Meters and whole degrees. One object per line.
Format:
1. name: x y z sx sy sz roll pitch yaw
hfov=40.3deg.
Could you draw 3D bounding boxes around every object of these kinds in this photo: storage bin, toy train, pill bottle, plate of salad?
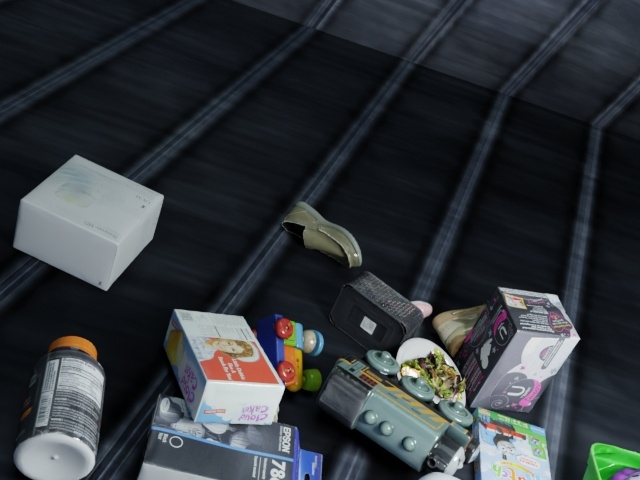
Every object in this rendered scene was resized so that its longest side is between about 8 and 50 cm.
1. storage bin: 0.123 0.171 1.950 0.180 0.122 0.084 37 36 19
2. toy train: 0.148 0.338 1.695 0.334 0.142 0.190 33 19 18
3. pill bottle: -0.435 0.277 1.481 0.130 0.130 0.246 12 36 -16
4. toy train: -0.058 0.281 1.743 0.143 0.105 0.248 16 61 -40
5. plate of salad: 0.245 0.296 1.873 0.199 0.048 0.200 24 45 -27

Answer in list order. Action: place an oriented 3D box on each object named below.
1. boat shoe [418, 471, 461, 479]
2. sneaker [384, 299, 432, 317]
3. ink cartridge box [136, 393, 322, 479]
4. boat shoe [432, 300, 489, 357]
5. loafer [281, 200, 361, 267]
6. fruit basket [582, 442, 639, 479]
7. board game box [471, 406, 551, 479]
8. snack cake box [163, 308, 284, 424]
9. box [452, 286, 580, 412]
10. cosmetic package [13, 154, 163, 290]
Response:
1. boat shoe: 0.274 0.574 1.503 0.367 0.136 0.156 47 44 16
2. sneaker: 0.205 0.180 2.050 0.134 0.051 0.070 6 40 -18
3. ink cartridge box: -0.146 0.388 1.555 0.332 0.065 0.165 16 34 -11
4. boat shoe: 0.423 0.190 2.097 0.341 0.122 0.110 -5 43 -34
5. loafer: 0.000 0.000 2.156 0.087 0.094 0.251 -37 53 -25
6. fruit basket: 0.656 0.520 1.574 0.282 0.392 0.392 17 35 -9
7. board game box: 0.393 0.453 1.799 0.160 0.039 0.211 19 35 -6
8. snack cake box: -0.188 0.235 1.649 0.152 0.089 0.264 10 20 -27
9. box: 0.425 0.245 1.912 0.163 0.247 0.142 9 38 -19
10. cosmetic package: -0.494 -0.043 1.872 0.224 0.138 0.225 25 36 3
